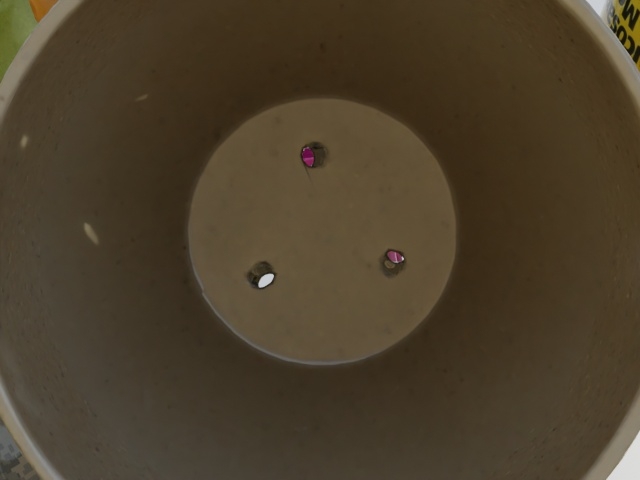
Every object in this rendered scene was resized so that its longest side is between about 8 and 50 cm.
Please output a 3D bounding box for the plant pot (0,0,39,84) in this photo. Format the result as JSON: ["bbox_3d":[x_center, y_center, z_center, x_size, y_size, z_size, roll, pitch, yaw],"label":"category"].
[{"bbox_3d":[-0.366,-0.073,1.068,0.275,0.293,0.275,28,-19,11],"label":"plant pot"}]

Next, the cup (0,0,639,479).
[{"bbox_3d":[0.000,0.000,0.786,0.331,0.331,0.237,30,3,-2],"label":"cup"}]

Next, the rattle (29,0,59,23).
[{"bbox_3d":[-0.068,-0.207,0.892,0.200,0.143,0.130,-9,-81,23],"label":"rattle"}]

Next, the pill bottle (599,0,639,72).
[{"bbox_3d":[0.344,-0.193,1.310,0.188,0.188,0.334,25,-37,11],"label":"pill bottle"}]

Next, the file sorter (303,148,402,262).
[{"bbox_3d":[-0.008,-0.006,1.245,0.291,0.202,0.182,-9,-73,5],"label":"file sorter"}]

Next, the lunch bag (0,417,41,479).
[{"bbox_3d":[-0.248,0.220,1.532,0.305,0.256,0.212,54,-32,25],"label":"lunch bag"}]
